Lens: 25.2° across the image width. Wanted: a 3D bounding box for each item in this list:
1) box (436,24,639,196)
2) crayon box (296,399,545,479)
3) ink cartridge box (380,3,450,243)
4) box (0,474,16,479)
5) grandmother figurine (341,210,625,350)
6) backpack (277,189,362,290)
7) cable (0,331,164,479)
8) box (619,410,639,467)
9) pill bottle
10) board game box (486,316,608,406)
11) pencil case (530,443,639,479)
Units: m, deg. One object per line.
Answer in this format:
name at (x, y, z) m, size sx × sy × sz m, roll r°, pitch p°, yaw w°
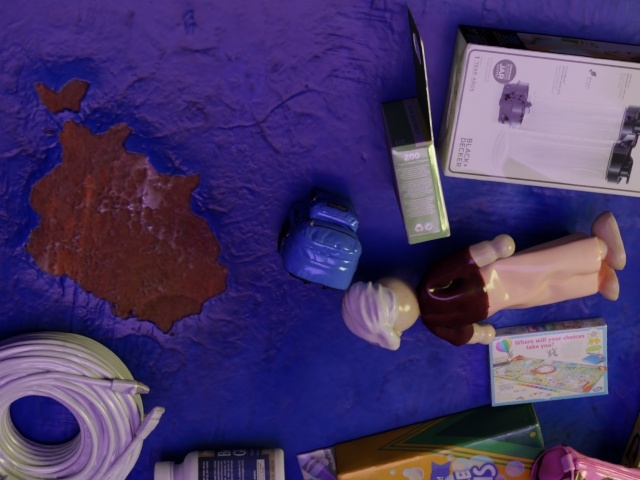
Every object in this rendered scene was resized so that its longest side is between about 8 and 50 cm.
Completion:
box at (0.296, -0.151, 1.702) m, size 0.290 × 0.087 × 0.169 m, roll 5°, pitch 113°, yaw -5°
crayon box at (0.149, 0.350, 1.914) m, size 0.323 × 0.083 × 0.203 m, roll -15°, pitch 113°, yaw 4°
ink cartridge box at (0.101, -0.136, 1.652) m, size 0.056 × 0.171 × 0.235 m, roll -11°, pitch 113°, yaw 2°
box at (-0.478, 0.487, 1.822) m, size 0.345 × 0.215 × 0.168 m, roll -33°, pitch 113°, yaw 30°
grandmother figurine at (0.193, 0.061, 1.756) m, size 0.343 × 0.104 × 0.207 m, roll -11°, pitch 132°, yaw -8°
backpack at (0.000, 0.000, 1.734) m, size 0.098 × 0.120 × 0.101 m, roll 13°, pitch 112°, yaw -8°
cable at (-0.355, 0.234, 1.835) m, size 0.257 × 0.089 × 0.257 m, roll 25°, pitch 111°, yaw -13°
box at (0.464, 0.264, 1.907) m, size 0.087 × 0.058 × 0.232 m, roll 11°, pitch 112°, yaw -8°
pill bottle at (-0.131, 0.322, 1.881) m, size 0.169 × 0.094 × 0.094 m, roll -2°, pitch 114°, yaw -2°
board game box at (0.296, 0.159, 1.869) m, size 0.154 × 0.026 × 0.103 m, roll -6°, pitch 114°, yaw 0°
pencil case at (0.380, 0.321, 1.836) m, size 0.209 × 0.095 × 0.098 m, roll 15°, pitch 149°, yaw -18°
